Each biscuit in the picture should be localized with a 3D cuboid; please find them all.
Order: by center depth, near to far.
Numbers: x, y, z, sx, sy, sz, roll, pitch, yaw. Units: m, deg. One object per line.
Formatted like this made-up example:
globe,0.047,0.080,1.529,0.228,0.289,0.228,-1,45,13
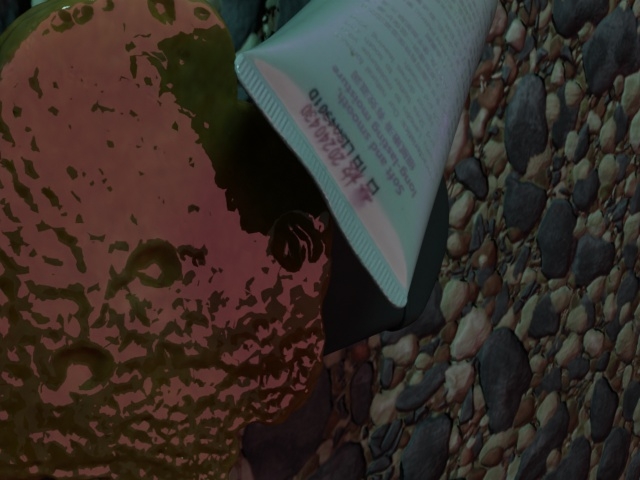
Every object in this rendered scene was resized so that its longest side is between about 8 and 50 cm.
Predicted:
biscuit,-0.113,0.023,0.822,0.269,0.051,0.376,-13,109,-26

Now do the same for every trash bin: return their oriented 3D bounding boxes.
trash bin,0.000,0.000,0.998,0.236,0.101,0.176,-21,122,-46

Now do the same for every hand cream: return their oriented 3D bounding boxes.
hand cream,0.043,-0.117,0.892,0.185,0.118,0.358,58,30,-20
